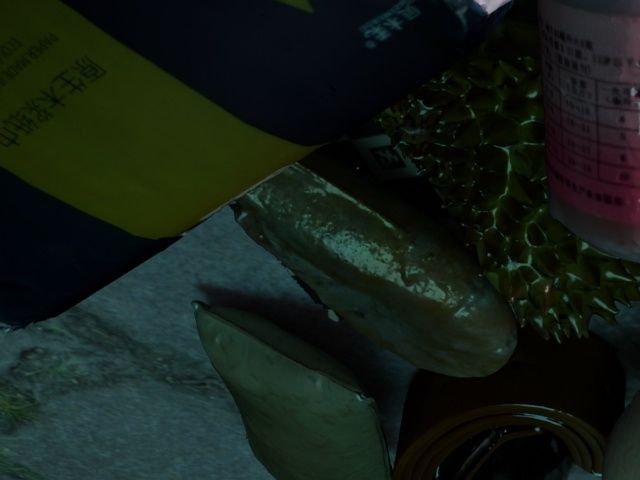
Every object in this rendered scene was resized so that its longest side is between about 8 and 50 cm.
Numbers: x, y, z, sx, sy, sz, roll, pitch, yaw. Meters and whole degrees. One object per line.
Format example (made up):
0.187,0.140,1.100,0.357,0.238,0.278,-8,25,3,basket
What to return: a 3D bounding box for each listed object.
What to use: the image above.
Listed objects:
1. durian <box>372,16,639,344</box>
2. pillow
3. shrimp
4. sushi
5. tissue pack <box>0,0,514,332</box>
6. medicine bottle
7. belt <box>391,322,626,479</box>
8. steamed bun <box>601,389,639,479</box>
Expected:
0.146,-0.046,0.963,0.306,0.166,0.172,25,110,-41,durian
-0.015,0.166,1.371,0.185,0.075,0.302,24,155,22,pillow
0.000,0.000,1.041,0.317,0.077,0.168,36,152,-8,shrimp
0.016,-0.038,1.080,0.192,0.040,0.210,-17,124,46,sushi
-0.096,-0.163,0.729,0.253,0.264,0.416,33,141,-23,tissue pack
0.180,-0.119,0.761,0.147,0.147,0.247,2,120,16,medicine bottle
0.166,0.172,1.310,0.184,0.105,0.261,17,142,-6,belt
0.363,0.194,1.145,0.283,0.177,0.283,-6,139,-6,steamed bun
